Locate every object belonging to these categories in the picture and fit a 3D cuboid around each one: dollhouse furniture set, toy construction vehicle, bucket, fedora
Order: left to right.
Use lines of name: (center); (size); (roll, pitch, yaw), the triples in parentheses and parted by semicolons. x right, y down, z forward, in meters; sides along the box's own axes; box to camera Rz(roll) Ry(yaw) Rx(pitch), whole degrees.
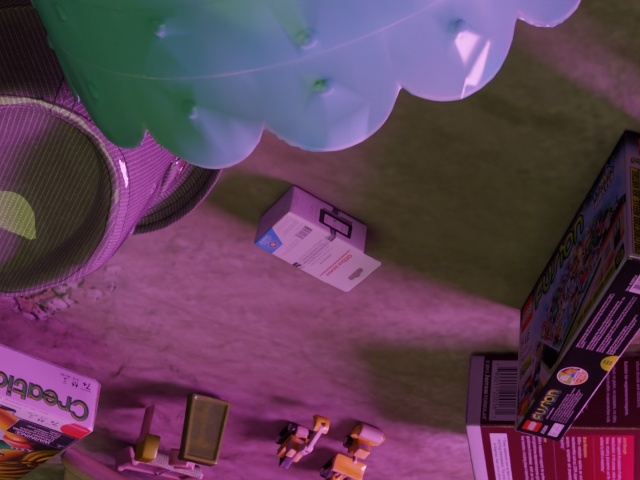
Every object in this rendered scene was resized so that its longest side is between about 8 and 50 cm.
fedora: (-0.190, -0.050, 0.851); (0.244, 0.124, 0.275); (28, 136, -19)
dollhouse furniture set: (-0.134, 0.183, 1.182); (0.076, 0.058, 0.152); (17, 158, -19)
bucket: (-0.025, -0.186, 0.569); (0.281, 0.281, 0.183); (-7, 133, 18)
toy construction vehicle: (0.007, 0.195, 1.158); (0.086, 0.035, 0.098); (26, 137, -18)

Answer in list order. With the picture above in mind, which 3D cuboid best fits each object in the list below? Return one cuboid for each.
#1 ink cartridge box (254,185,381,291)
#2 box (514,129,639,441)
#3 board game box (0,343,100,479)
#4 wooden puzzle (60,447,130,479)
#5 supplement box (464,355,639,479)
ink cartridge box: (0.000, 0.000, 0.943); (0.083, 0.028, 0.048); (29, 136, -21)
box: (0.186, 0.037, 0.884); (0.036, 0.114, 0.207); (14, 138, -5)
board game box: (-0.362, 0.120, 1.049); (0.305, 0.053, 0.193); (26, 139, -29)
wooden puzzle: (-0.117, 0.379, 1.117); (0.322, 0.080, 0.348); (25, 129, 19)
supplement box: (0.243, 0.158, 1.041); (0.239, 0.073, 0.130); (0, 139, 13)
